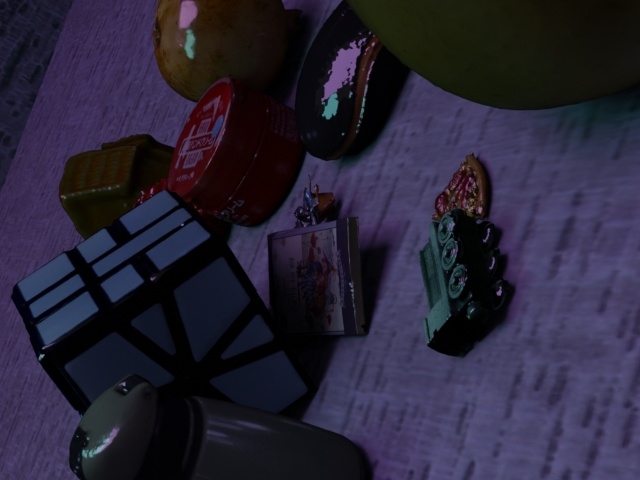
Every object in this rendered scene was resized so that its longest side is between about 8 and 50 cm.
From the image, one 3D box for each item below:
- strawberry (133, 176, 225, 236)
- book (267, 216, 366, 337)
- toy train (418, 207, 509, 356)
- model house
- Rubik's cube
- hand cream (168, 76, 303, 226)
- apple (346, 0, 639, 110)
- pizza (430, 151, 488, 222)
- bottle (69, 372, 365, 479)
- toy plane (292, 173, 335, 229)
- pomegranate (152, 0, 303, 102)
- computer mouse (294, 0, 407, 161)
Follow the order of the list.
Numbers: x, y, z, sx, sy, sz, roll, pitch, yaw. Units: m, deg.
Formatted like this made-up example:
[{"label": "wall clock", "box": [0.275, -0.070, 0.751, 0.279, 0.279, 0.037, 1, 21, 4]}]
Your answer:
[{"label": "strawberry", "box": [-0.263, 0.001, 2.141, 0.190, 0.111, 0.236, -18, 68, 25]}, {"label": "book", "box": [-0.011, 0.056, 1.735, 0.231, 0.026, 0.157, -10, 84, 59]}, {"label": "toy train", "box": [0.159, 0.042, 1.456, 0.111, 0.071, 0.170, -55, 28, 37]}, {"label": "model house", "box": [-0.367, -0.092, 2.333, 0.268, 0.239, 0.173, -88, 23, -48]}, {"label": "Rubik's cube", "box": [-0.224, 0.137, 1.732, 0.293, 0.288, 0.283, -37, 27, -10]}, {"label": "hand cream", "box": [-0.139, -0.144, 2.066, 0.230, 0.149, 0.230, -43, 35, 42]}, {"label": "apple", "box": [0.206, -0.368, 1.324, 0.473, 0.474, 0.473, -42, 35, 39]}, {"label": "pizza", "box": [0.178, -0.055, 1.540, 0.100, 0.029, 0.099, -61, 28, 10]}, {"label": "bottle", "box": [-0.126, 0.269, 1.479, 0.168, 0.347, 0.168, -43, 36, 41]}, {"label": "toy plane", "box": [-0.012, 0.000, 1.808, 0.135, 0.062, 0.188, 103, 171, -58]}, {"label": "pomegranate", "box": [-0.156, -0.363, 2.185, 0.229, 0.270, 0.252, -174, 76, -70]}, {"label": "computer mouse", "box": [0.053, -0.275, 1.858, 0.183, 0.116, 0.323, 26, 91, 59]}]
